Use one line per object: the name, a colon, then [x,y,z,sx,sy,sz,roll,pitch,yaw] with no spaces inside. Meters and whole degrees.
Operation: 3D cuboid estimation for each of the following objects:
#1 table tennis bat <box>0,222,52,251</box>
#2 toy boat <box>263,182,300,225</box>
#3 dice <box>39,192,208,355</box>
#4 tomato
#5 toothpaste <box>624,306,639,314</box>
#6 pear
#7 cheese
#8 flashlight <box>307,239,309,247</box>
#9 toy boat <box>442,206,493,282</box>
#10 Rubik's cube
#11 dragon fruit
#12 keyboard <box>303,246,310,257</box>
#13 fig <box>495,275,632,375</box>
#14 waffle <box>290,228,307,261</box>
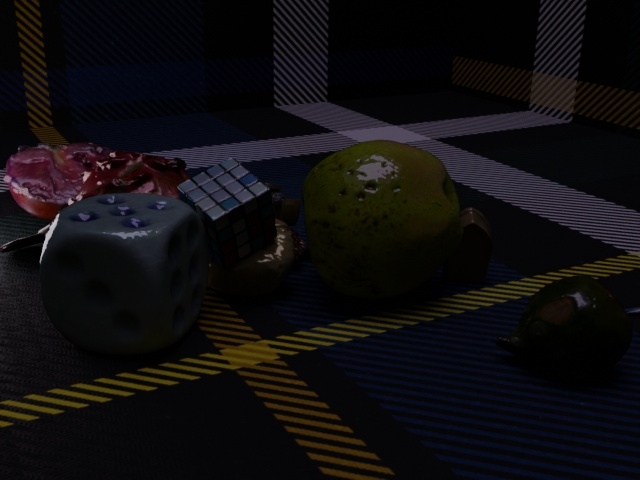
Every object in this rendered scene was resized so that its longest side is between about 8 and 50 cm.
table tennis bat: [-0.701,-0.014,1.967,0.173,0.023,0.301,-19,2,-39]
toy boat: [-0.160,-0.096,2.141,0.089,0.122,0.321,-5,2,-31]
dice: [-0.393,0.062,1.608,0.262,0.268,0.265,7,21,13]
tomato: [-0.741,-0.140,2.279,0.334,0.176,0.290,-10,44,-27]
toothpaste: [0.698,0.158,1.749,0.083,0.015,0.024,-5,22,2]
pear: [0.144,-0.055,1.790,0.390,0.391,0.391,1,21,0]
cheese: [-0.168,0.026,1.835,0.225,0.117,0.214,0,48,4]
flashlight: [0.000,0.000,2.076,0.093,0.048,0.200,33,10,-14]
toy boat: [0.355,0.015,1.877,0.116,0.188,0.061,2,29,4]
Rubik's cube: [-0.207,-0.063,1.741,0.155,0.151,0.154,-33,51,-24]
dragon fruit: [-0.446,-0.096,1.937,0.370,0.249,0.386,-10,-4,17]
keyboard: [-0.140,0.045,2.013,0.262,0.016,0.106,-13,25,-34]
fig: [0.464,0.173,1.509,0.244,0.195,0.195,-28,8,27]
waffle: [-0.151,0.010,2.009,0.234,0.056,0.221,2,18,-11]
